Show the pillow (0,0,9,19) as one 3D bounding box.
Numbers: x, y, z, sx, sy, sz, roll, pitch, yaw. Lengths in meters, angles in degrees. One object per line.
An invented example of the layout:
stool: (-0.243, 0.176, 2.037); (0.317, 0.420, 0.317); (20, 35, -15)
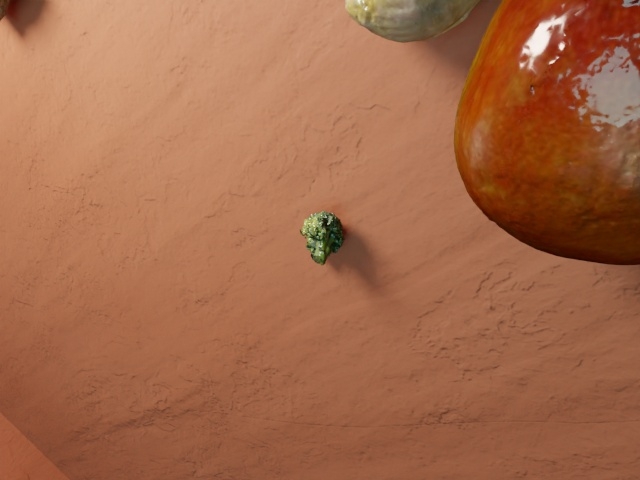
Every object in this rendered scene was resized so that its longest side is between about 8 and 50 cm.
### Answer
pillow: (-0.586, -0.478, 0.832); (0.134, 0.078, 0.181); (-32, 101, 35)

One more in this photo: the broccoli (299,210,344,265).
broccoli: (0.000, 0.000, 0.845); (0.097, 0.092, 0.095); (-12, 139, 41)

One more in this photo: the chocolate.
chocolate: (0.169, -0.329, 0.553); (0.309, 0.134, 0.134); (-23, 107, 30)

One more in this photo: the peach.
peach: (0.309, -0.140, 0.503); (0.290, 0.372, 0.373); (40, 134, 38)
